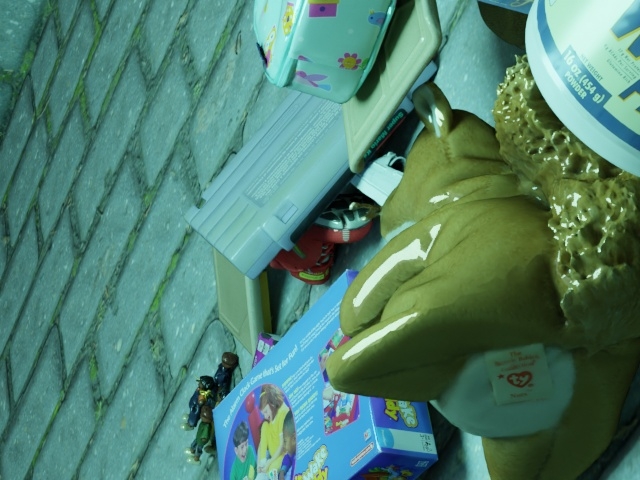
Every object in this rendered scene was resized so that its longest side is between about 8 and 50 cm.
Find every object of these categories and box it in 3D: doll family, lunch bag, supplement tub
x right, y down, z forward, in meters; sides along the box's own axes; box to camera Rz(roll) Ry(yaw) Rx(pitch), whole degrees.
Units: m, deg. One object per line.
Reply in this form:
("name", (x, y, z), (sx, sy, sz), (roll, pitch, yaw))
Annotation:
("doll family", (-0.159, 0.240, 2.407), (0.193, 0.076, 0.111), (-111, 35, -56))
("lunch bag", (0.008, -0.295, 1.685), (0.224, 0.107, 0.279), (-108, 33, -53))
("supplement tub", (0.338, -0.222, 1.310), (0.325, 0.235, 0.235), (-54, 34, 44))

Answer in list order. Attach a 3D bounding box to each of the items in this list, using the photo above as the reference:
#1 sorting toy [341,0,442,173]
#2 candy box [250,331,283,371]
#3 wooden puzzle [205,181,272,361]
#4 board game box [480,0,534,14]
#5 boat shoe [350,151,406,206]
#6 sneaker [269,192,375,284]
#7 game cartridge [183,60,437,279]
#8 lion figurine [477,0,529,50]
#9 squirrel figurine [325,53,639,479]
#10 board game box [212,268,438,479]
("sorting toy", (0.068, -0.252, 1.727), (0.229, 0.041, 0.307), (120, 152, -46))
("candy box", (-0.028, 0.223, 2.125), (0.233, 0.071, 0.159), (21, 99, 65))
("wooden puzzle", (-0.115, 0.048, 2.373), (0.239, 0.044, 0.221), (-132, 35, -64))
("board game box", (0.235, -0.278, 1.554), (0.042, 0.243, 0.165), (-50, 36, 48))
("boat shoe", (0.087, -0.076, 2.020), (0.063, 0.066, 0.184), (-60, 24, 6))
("sneaker", (0.000, 0.000, 2.167), (0.279, 0.107, 0.118), (180, 82, -69))
("game cartridge", (-0.016, -0.119, 2.100), (0.355, 0.068, 0.230), (-49, 30, -2))
("lion figurine", (0.200, -0.328, 1.792), (0.240, 0.142, 0.392), (120, 147, -51))
("squirrel figurine", (0.197, -0.015, 1.580), (0.397, 0.281, 0.370), (-45, 28, 30))
("board game box", (-0.006, 0.225, 1.911), (0.347, 0.078, 0.233), (-47, 42, 44))
